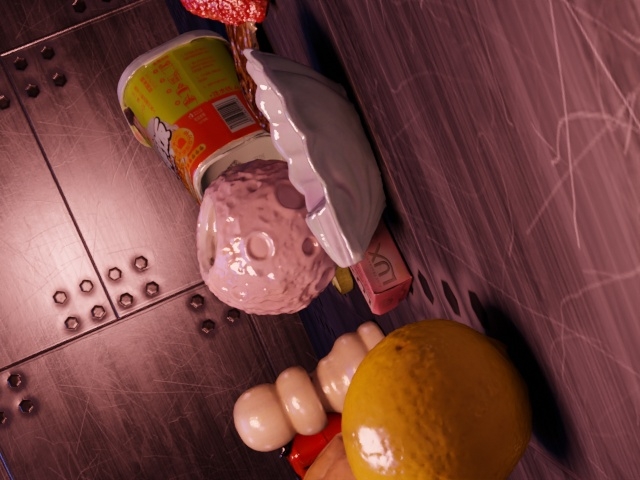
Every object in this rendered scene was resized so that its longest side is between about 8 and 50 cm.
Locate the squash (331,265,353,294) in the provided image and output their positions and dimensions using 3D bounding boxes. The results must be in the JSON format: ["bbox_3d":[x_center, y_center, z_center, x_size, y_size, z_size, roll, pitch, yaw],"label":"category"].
[{"bbox_3d":[0.004,-0.003,1.817,0.219,0.041,0.219,62,176,7],"label":"squash"}]

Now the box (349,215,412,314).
[{"bbox_3d":[0.064,0.012,1.289,0.111,0.060,0.156,84,162,-73],"label":"box"}]

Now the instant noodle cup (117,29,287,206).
[{"bbox_3d":[-0.224,-0.224,1.969,0.308,0.294,0.294,54,167,33],"label":"instant noodle cup"}]

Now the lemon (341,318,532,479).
[{"bbox_3d":[0.106,0.171,0.922,0.178,0.203,0.178,40,173,6],"label":"lemon"}]

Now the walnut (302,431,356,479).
[{"bbox_3d":[0.107,0.463,1.548,0.344,0.306,0.306,63,173,2],"label":"walnut"}]

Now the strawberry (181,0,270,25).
[{"bbox_3d":[-0.134,-0.371,1.364,0.131,0.148,0.131,16,-90,-83],"label":"strawberry"}]

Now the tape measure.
[{"bbox_3d":[0.042,0.380,1.863,0.114,0.253,0.260,57,169,38],"label":"tape measure"}]

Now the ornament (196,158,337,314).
[{"bbox_3d":[-0.077,-0.007,1.577,0.259,0.225,0.259,-177,90,-70],"label":"ornament"}]

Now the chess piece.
[{"bbox_3d":[-0.007,0.274,1.705,0.167,0.300,0.167,63,172,15],"label":"chess piece"}]

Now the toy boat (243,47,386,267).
[{"bbox_3d":[0.000,-0.112,1.180,0.199,0.100,0.290,-178,66,-83],"label":"toy boat"}]

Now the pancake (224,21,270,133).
[{"bbox_3d":[-0.102,-0.276,1.627,0.212,0.056,0.257,139,115,-76],"label":"pancake"}]
